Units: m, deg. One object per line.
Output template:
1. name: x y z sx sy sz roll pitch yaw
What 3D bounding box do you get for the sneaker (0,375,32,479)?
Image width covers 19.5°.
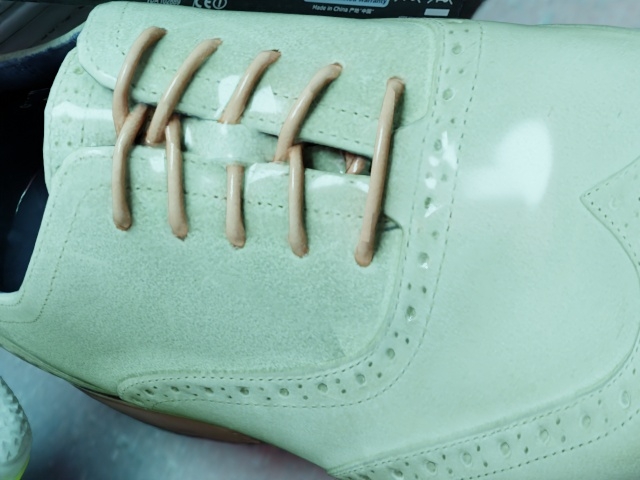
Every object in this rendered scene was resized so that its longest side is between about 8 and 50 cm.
1. sneaker: -0.132 0.125 0.592 0.240 0.091 0.126 53 126 18

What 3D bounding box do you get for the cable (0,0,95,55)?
1. cable: -0.147 -0.145 0.741 0.257 0.089 0.257 -8 41 40

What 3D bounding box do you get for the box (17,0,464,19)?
1. box: -0.071 -0.184 0.515 0.076 0.308 0.242 -118 37 -45

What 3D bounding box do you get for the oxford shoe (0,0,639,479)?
1. oxford shoe: 0.000 0.000 0.520 0.397 0.146 0.140 -5 67 46
